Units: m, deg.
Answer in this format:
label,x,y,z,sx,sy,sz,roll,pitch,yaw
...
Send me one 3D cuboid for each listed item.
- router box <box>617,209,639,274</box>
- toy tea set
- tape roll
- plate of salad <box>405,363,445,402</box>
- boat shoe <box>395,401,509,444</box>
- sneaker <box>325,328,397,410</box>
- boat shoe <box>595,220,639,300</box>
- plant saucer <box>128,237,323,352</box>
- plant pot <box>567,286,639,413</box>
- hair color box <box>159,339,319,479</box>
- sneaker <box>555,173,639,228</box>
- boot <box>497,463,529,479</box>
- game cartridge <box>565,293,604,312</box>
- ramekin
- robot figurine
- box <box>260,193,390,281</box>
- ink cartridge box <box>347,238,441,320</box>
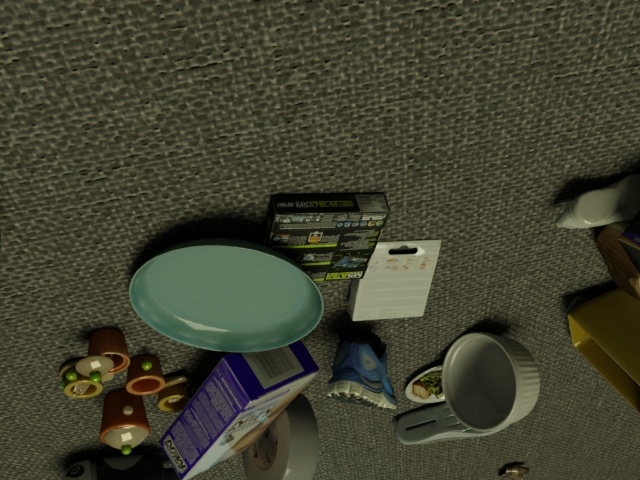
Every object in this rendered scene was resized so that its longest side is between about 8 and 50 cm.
label,x,y,z,sx,sy,sz,roll,pitch,yaw
router box,0.658,-0.020,1.317,0.243,0.081,0.309,-54,137,0
toy tea set,-0.372,0.298,1.422,0.200,0.124,0.336,-22,143,9
tape roll,-0.089,0.431,1.614,0.072,0.219,0.219,10,137,-31
plate of salad,0.298,0.341,1.774,0.200,0.048,0.200,-9,142,-7
boat shoe,0.337,0.447,1.898,0.302,0.109,0.094,-13,159,12
sneaker,0.096,0.260,1.527,0.130,0.147,0.330,8,167,11
boat shoe,0.597,0.023,1.438,0.089,0.104,0.285,-45,148,1
plant saucer,-0.153,0.089,1.252,0.317,0.044,0.317,1,143,0
plant pot,0.672,0.205,1.598,0.187,0.212,0.212,-39,147,0
hair color box,-0.166,0.331,1.501,0.185,0.110,0.339,-16,154,-44
sneaker,0.507,-0.061,1.322,0.212,0.080,0.094,-9,167,-19
boot,0.606,0.744,2.412,0.087,0.042,0.118,4,138,-14
game cartridge,0.574,0.138,1.635,0.083,0.017,0.056,0,137,-19
ramekin,0.371,0.301,1.625,0.109,0.207,0.207,5,139,-38
robot figurine,-0.449,0.572,1.715,0.278,0.173,0.209,2,123,-21
box,0.000,0.000,1.235,0.191,0.045,0.184,-3,144,-16
ink cartridge box,0.131,0.065,1.383,0.145,0.045,0.179,-2,123,-15
